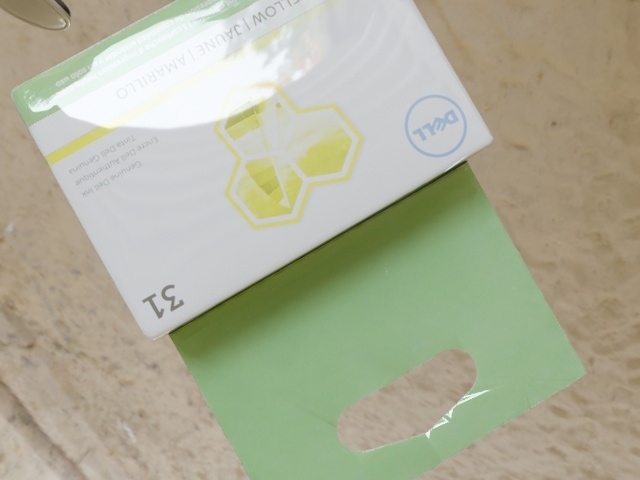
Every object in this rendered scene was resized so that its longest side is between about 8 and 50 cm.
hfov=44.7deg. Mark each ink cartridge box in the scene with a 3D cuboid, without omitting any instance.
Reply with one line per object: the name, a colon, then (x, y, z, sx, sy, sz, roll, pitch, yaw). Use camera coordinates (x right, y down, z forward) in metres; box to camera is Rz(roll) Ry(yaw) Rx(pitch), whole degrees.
ink cartridge box: (0.000, 0.000, 0.345, 0.235, 0.171, 0.056, 60, 175, 4)

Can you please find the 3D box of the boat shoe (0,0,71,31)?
boat shoe: (-0.390, -0.337, 0.952, 0.075, 0.065, 0.206, -18, 142, 41)
